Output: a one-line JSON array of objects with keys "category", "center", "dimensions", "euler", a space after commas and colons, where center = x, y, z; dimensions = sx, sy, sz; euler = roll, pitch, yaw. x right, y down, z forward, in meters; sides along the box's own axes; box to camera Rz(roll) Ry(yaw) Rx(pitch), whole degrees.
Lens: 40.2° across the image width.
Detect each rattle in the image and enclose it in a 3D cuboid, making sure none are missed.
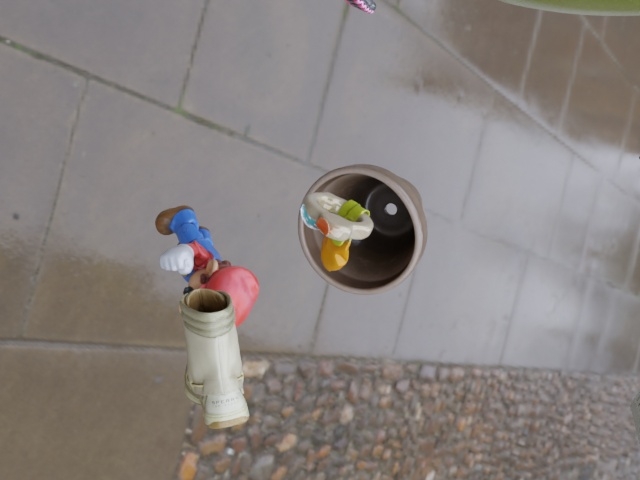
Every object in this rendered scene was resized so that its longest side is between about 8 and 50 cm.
[{"category": "rattle", "center": [0.000, 0.000, 1.435], "dimensions": [0.143, 0.130, 0.200], "euler": [-48, -176, 22]}]

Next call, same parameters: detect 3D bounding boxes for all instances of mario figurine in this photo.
[{"category": "mario figurine", "center": [-0.242, 0.068, 1.648], "dimensions": [0.198, 0.320, 0.170], "euler": [15, 112, -32]}]

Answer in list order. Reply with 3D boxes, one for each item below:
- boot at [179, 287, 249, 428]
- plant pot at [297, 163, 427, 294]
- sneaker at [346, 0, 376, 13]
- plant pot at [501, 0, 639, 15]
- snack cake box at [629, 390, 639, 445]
[{"category": "boot", "center": [-0.186, 0.174, 1.446], "dimensions": [0.095, 0.262, 0.204], "euler": [-10, 102, -13]}, {"category": "plant pot", "center": [0.112, -0.043, 1.819], "dimensions": [0.229, 0.263, 0.263], "euler": [-35, 130, -64]}, {"category": "sneaker", "center": [0.048, -0.369, 1.240], "dimensions": [0.119, 0.047, 0.057], "euler": [34, 90, -46]}, {"category": "plant pot", "center": [0.296, -0.316, 0.794], "dimensions": [0.274, 0.293, 0.275], "euler": [-11, 121, -18]}, {"category": "snack cake box", "center": [0.708, 0.351, 1.747], "dimensions": [0.264, 0.089, 0.152], "euler": [83, 3, -61]}]
